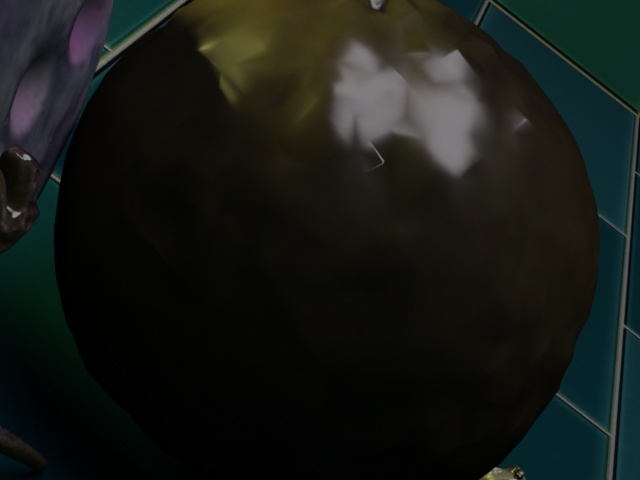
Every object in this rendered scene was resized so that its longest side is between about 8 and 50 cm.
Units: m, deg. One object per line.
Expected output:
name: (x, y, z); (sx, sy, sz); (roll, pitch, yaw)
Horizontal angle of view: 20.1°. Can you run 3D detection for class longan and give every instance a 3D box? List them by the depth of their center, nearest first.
longan: (0.003, 0.008, 1.330); (0.404, 0.404, 0.436); (37, -9, -4)

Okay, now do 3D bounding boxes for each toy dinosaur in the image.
toy dinosaur: (-0.222, 0.079, 1.088); (0.072, 0.251, 0.200); (9, 26, 30)

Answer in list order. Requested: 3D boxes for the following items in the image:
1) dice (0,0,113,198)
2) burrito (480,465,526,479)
dice: (-0.305, -0.145, 1.169); (0.270, 0.271, 0.270); (22, 1, 8)
burrito: (0.203, 0.270, 1.584); (0.185, 0.041, 0.045); (51, -17, 30)
